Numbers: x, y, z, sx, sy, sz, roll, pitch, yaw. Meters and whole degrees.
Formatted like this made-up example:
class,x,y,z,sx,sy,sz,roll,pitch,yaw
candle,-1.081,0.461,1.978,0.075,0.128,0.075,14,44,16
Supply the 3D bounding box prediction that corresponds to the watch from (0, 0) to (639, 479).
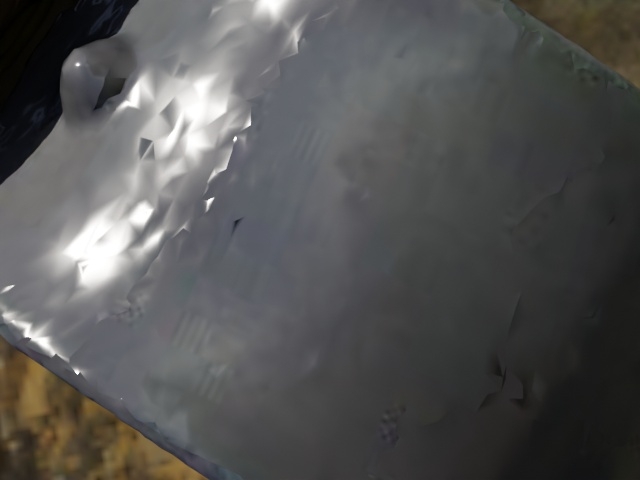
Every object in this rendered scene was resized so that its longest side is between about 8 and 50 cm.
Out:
class,x,y,z,sx,sy,sz,roll,pitch,yaw
watch,0.000,0.000,0.664,0.314,0.327,0.335,-55,-3,-5
